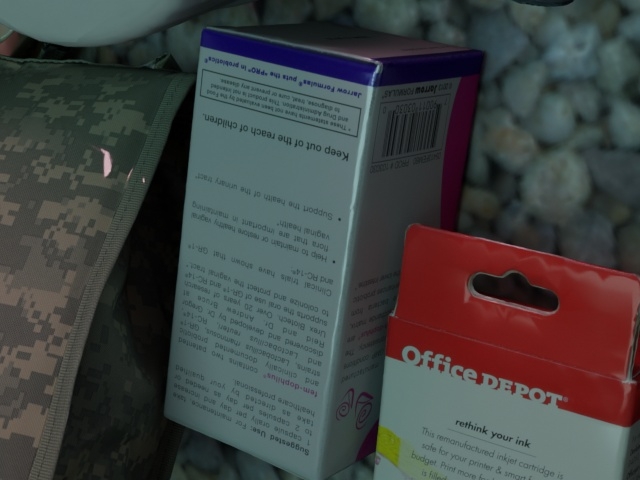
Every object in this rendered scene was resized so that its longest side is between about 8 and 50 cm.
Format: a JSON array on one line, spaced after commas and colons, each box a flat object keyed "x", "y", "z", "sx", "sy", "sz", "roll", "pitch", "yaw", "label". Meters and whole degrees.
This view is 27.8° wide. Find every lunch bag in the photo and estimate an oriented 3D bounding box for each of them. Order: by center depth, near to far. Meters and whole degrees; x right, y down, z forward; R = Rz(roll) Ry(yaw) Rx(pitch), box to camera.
[{"x": -0.190, "y": 0.023, "z": 0.750, "sx": 0.235, "sy": 0.169, "sz": 0.287, "roll": 7, "pitch": 71, "yaw": 19, "label": "lunch bag"}]

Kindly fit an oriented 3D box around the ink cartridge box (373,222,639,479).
[{"x": 0.103, "y": 0.108, "z": 0.666, "sx": 0.134, "sy": 0.078, "sz": 0.231, "roll": 14, "pitch": 107, "yaw": 31, "label": "ink cartridge box"}]

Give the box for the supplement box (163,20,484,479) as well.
[{"x": 0.000, "y": 0.000, "z": 0.695, "sx": 0.114, "sy": 0.111, "sz": 0.220, "roll": 16, "pitch": 108, "yaw": 31, "label": "supplement box"}]

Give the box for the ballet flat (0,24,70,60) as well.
[{"x": -0.213, "y": -0.116, "z": 0.845, "sx": 0.070, "sy": 0.070, "sz": 0.188, "roll": 50, "pitch": 122, "yaw": 16, "label": "ballet flat"}]

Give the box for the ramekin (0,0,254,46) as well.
[{"x": -0.117, "y": -0.235, "z": 0.669, "sx": 0.277, "sy": 0.135, "sz": 0.277, "roll": 17, "pitch": 125, "yaw": 26, "label": "ramekin"}]

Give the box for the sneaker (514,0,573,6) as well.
[{"x": 0.118, "y": -0.234, "z": 0.546, "sx": 0.122, "sy": 0.110, "sz": 0.283, "roll": 17, "pitch": 121, "yaw": 35, "label": "sneaker"}]
